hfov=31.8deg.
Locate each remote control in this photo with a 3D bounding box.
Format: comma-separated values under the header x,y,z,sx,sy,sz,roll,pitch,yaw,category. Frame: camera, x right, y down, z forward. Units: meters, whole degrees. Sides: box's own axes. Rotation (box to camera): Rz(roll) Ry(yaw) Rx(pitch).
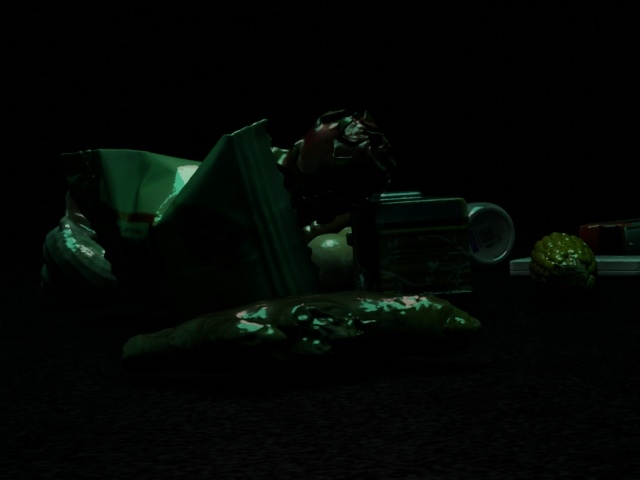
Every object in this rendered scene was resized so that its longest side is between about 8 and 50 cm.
x,y,z,sx,sy,sz,roll,pitch,yaw,category
0.465,0.045,1.984,0.250,0.034,0.103,-1,3,35,remote control

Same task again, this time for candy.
x,y,z,sx,sy,sz,roll,pitch,yaw,category
-0.197,-0.016,1.550,0.172,0.263,0.398,-22,15,-42,candy

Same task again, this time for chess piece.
x,y,z,sx,sy,sz,roll,pitch,yaw,category
0.079,0.027,1.970,0.261,0.142,0.143,-14,9,-38,chess piece

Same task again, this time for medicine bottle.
x,y,z,sx,sy,sz,roll,pitch,yaw,category
0.295,-0.011,2.320,0.135,0.135,0.215,-4,3,-21,medicine bottle

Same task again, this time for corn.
x,y,z,sx,sy,sz,roll,pitch,yaw,category
0.345,0.038,1.592,0.097,0.097,0.262,-3,4,8,corn

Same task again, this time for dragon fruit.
x,y,z,sx,sy,sz,roll,pitch,yaw,category
0.004,-0.090,1.496,0.135,0.137,0.236,-32,7,-36,dragon fruit

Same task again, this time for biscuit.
x,y,z,sx,sy,sz,roll,pitch,yaw,category
0.000,0.000,2.094,0.325,0.044,0.217,-30,-9,19,biscuit

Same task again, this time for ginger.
x,y,z,sx,sy,sz,roll,pitch,yaw,category
-0.016,0.086,1.061,0.333,0.080,0.166,0,-10,-14,ginger

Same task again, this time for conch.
x,y,z,sx,sy,sz,roll,pitch,yaw,category
-0.381,0.009,1.932,0.277,0.220,0.195,-44,-2,16,conch

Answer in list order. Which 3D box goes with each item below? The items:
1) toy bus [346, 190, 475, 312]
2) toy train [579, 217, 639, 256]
x,y,z,sx,sy,sz,roll,pitch,yaw,category
0.119,0.014,1.563,0.138,0.167,0.275,-4,2,-5,toy bus
0.683,-0.004,2.267,0.409,0.086,0.089,-5,5,-38,toy train
